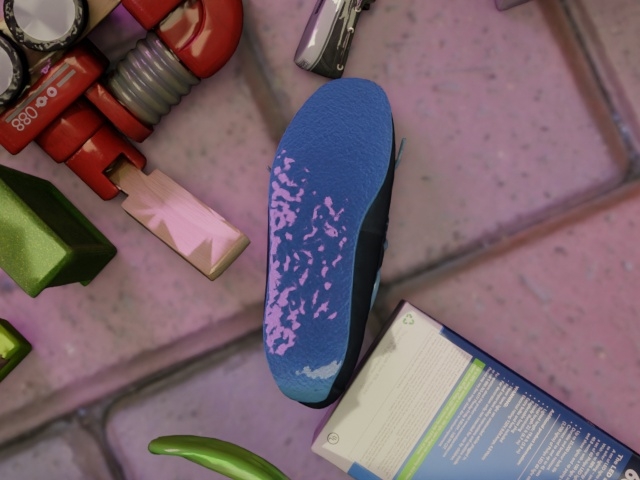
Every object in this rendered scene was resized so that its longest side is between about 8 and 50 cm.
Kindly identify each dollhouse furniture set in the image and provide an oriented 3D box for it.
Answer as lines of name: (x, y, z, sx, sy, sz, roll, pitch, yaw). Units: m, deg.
dollhouse furniture set: (-0.334, -0.025, 0.718, 0.301, 0.151, 0.197, 44, 91, 2)

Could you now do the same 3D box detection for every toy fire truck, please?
toy fire truck: (-0.129, -0.111, 0.737, 0.217, 0.158, 0.246, -42, 108, 5)

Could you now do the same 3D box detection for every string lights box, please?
string lights box: (0.136, 0.171, 0.741, 0.259, 0.077, 0.133, 34, 90, 2)

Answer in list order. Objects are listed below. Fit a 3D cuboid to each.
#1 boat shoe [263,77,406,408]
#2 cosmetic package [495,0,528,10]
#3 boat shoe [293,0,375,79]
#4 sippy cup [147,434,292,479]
boat shoe: (0.000, 0.000, 0.740, 0.109, 0.089, 0.258, 10, 68, 15)
cosmetic package: (0.143, -0.389, 0.693, 0.156, 0.217, 0.385, -20, 86, 0)
boat shoe: (0.024, -0.196, 0.774, 0.040, 0.049, 0.142, 25, 90, -17)
sippy cup: (-0.128, 0.305, 0.682, 0.224, 0.240, 0.305, 16, 55, 12)
